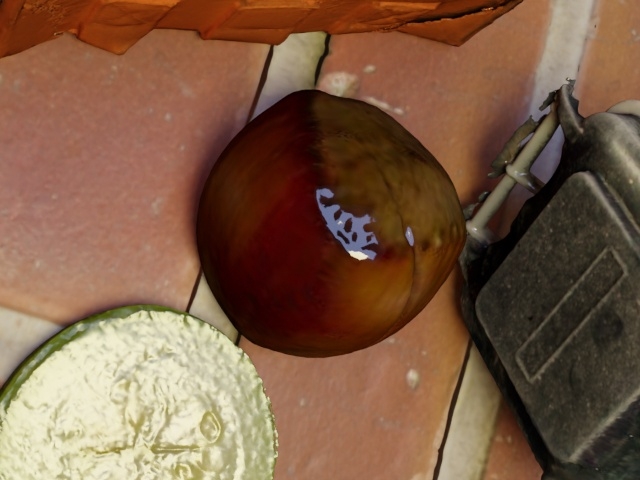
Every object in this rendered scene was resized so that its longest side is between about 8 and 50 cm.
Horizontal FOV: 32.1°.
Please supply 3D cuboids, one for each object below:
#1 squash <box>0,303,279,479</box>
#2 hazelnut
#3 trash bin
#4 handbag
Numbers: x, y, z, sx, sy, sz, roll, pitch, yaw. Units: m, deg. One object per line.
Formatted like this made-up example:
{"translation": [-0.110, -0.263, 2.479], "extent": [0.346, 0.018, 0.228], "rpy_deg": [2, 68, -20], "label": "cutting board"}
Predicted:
{"translation": [-0.138, 0.158, 0.833], "extent": [0.219, 0.041, 0.219], "rpy_deg": [2, 84, -20], "label": "squash"}
{"translation": [0.000, 0.000, 0.836], "extent": [0.208, 0.208, 0.208], "rpy_deg": [2, 84, -21], "label": "hazelnut"}
{"translation": [0.321, 0.046, 0.897], "extent": [0.368, 0.255, 0.296], "rpy_deg": [3, 44, -32], "label": "trash bin"}
{"translation": [-0.015, -0.219, 0.776], "extent": [0.410, 0.303, 0.116], "rpy_deg": [-6, 86, -23], "label": "handbag"}
